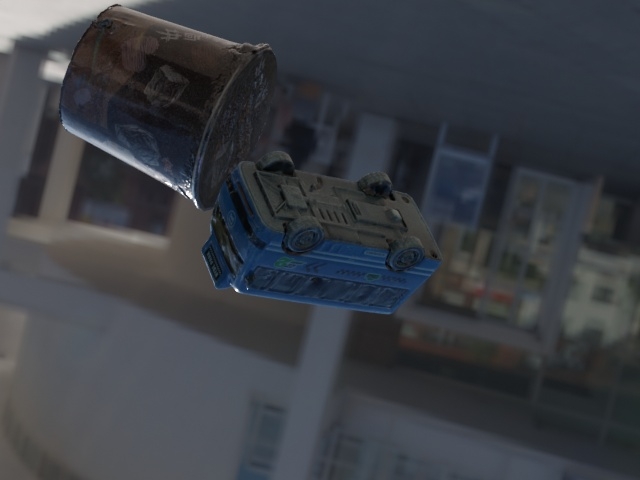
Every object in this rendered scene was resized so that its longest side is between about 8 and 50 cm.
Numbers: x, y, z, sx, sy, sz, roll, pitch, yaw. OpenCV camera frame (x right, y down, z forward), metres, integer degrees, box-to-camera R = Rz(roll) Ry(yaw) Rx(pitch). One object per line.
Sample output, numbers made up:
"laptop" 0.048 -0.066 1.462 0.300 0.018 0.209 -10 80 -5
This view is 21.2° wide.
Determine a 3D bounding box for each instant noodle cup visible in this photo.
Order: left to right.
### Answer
"instant noodle cup" -0.188 -0.173 2.081 0.207 0.217 0.217 23 -175 13

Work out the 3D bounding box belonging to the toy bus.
"toy bus" 0.000 0.000 1.829 0.246 0.134 0.113 9 -138 -37
